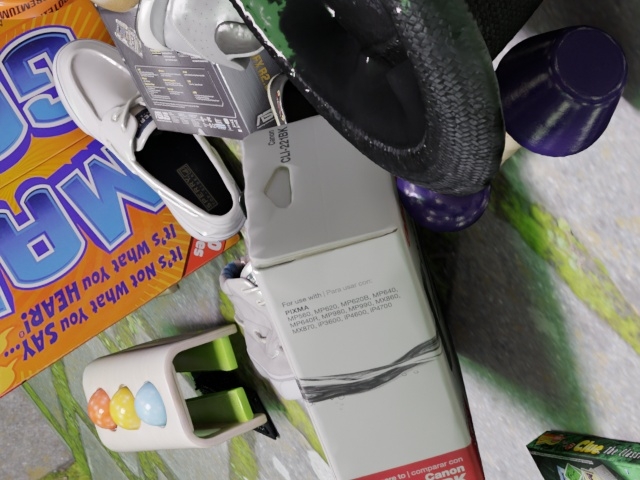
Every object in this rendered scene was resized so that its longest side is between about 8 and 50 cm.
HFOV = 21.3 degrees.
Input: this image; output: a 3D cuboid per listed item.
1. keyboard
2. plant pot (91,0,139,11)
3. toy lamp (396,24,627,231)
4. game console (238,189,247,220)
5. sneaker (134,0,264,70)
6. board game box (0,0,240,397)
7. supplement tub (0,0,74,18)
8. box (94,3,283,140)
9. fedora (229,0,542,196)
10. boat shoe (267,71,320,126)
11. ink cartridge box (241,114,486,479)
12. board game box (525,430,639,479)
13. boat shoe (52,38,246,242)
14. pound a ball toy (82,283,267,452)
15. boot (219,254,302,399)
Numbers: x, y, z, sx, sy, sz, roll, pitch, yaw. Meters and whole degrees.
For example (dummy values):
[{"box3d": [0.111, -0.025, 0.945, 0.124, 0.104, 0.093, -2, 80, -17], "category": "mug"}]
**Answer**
[{"box3d": [-0.124, 0.200, 2.131, 0.192, 0.038, 0.100, 11, 131, 62], "category": "keyboard"}, {"box3d": [-0.205, -0.309, 1.452, 0.236, 0.032, 0.236, 41, 139, 49], "category": "plant pot"}, {"box3d": [0.123, -0.070, 1.098, 0.080, 0.080, 0.275, 56, 163, 3], "category": "toy lamp"}, {"box3d": [0.000, 0.000, 1.490, 0.107, 0.071, 0.122, 16, 137, 61], "category": "game console"}, {"box3d": [-0.059, -0.227, 1.303, 0.132, 0.086, 0.228, 23, 134, 8], "category": "sneaker"}, {"box3d": [-0.369, -0.036, 1.864, 0.356, 0.356, 0.356, 58, 160, -5], "category": "board game box"}, {"box3d": [-0.214, -0.329, 1.204, 0.207, 0.207, 0.338, 49, 147, 21], "category": "supplement tub"}, {"box3d": [-0.121, -0.183, 1.511, 0.231, 0.056, 0.183, 12, 130, 63], "category": "box"}, {"box3d": [0.043, -0.182, 0.975, 0.334, 0.152, 0.334, 52, 169, 14], "category": "fedora"}, {"box3d": [-0.003, -0.079, 1.407, 0.133, 0.049, 0.042, 65, 167, -10], "category": "boat shoe"}, {"box3d": [0.034, 0.058, 1.326, 0.197, 0.114, 0.273, -97, -11, -56], "category": "ink cartridge box"}, {"box3d": [0.258, 0.214, 1.286, 0.136, 0.030, 0.260, 62, 159, -10], "category": "board game box"}, {"box3d": [-0.165, -0.110, 1.676, 0.258, 0.095, 0.084, 43, 167, 6], "category": "boat shoe"}, {"box3d": [-0.215, 0.152, 2.067, 0.319, 0.136, 0.208, -14, 95, 61], "category": "pound a ball toy"}, {"box3d": [-0.038, 0.073, 1.646, 0.123, 0.095, 0.258, 62, 164, -11], "category": "boot"}]
